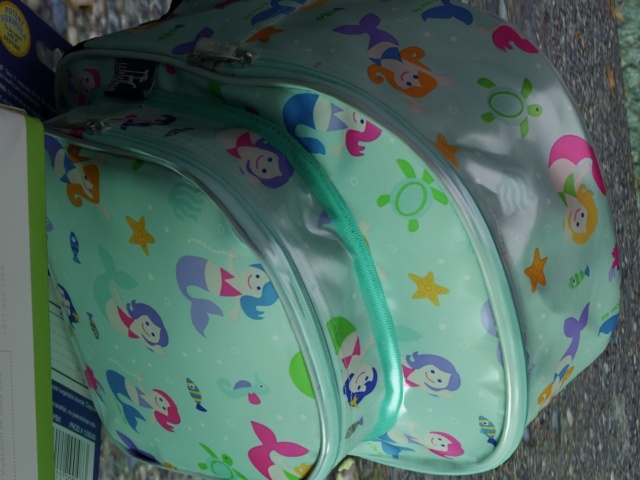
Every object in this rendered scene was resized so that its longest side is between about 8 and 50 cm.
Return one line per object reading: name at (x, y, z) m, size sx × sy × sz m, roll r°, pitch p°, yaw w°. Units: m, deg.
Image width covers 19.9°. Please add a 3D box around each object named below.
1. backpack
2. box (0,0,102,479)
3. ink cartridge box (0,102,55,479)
backpack at (0.000, 0.000, 0.828) m, size 0.191 × 0.253 × 0.225 m, roll -41°, pitch 126°, yaw -42°
box at (-0.142, 0.007, 0.851) m, size 0.136 × 0.036 × 0.225 m, roll 43°, pitch 46°, yaw -61°
ink cartridge box at (-0.196, 0.033, 0.623) m, size 0.255 × 0.097 × 0.189 m, roll 14°, pitch 71°, yaw -66°
